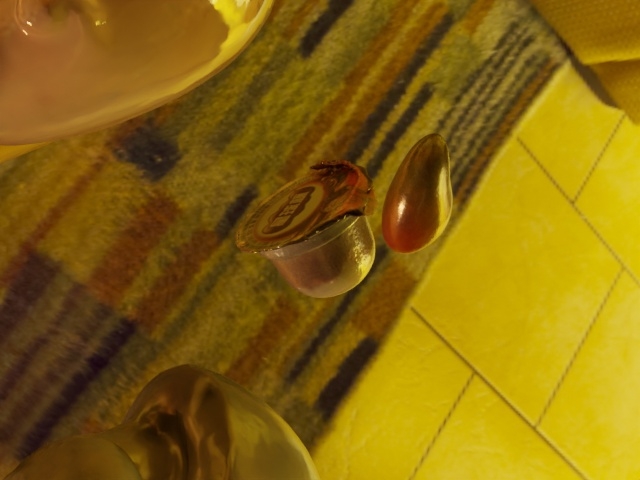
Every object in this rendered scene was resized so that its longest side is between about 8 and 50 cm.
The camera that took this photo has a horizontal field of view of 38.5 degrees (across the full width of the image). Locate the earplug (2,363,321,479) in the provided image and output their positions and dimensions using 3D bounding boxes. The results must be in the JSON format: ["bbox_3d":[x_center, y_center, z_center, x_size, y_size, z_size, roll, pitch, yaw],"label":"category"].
[{"bbox_3d":[-0.125,0.200,0.547,0.175,0.214,0.325,55,38,4],"label":"earplug"}]

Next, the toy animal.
[{"bbox_3d":[-0.185,-0.170,0.501,0.278,0.345,0.246,-23,103,-5],"label":"toy animal"}]

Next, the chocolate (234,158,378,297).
[{"bbox_3d":[0.008,-0.001,1.245,0.221,0.221,0.147,-47,115,-23],"label":"chocolate"}]

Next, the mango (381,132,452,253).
[{"bbox_3d":[0.191,-0.078,1.811,0.146,0.129,0.289,-31,149,-18],"label":"mango"}]
